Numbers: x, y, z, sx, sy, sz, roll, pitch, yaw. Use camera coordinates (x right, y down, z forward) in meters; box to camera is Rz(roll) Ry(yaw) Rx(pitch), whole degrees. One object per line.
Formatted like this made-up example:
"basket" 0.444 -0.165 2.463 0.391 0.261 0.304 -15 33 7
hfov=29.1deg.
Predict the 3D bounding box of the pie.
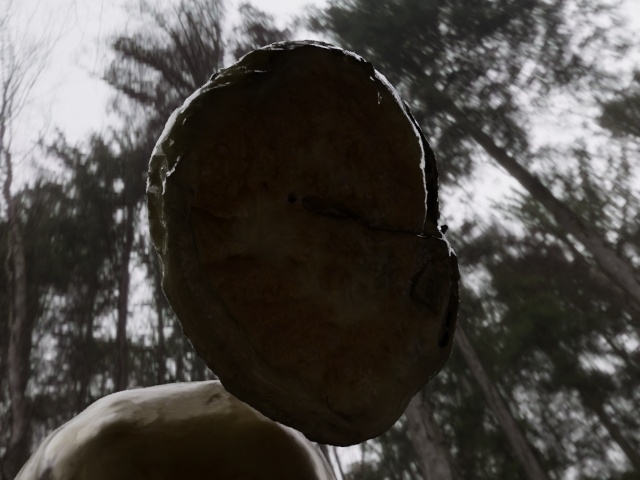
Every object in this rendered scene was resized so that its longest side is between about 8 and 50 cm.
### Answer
"pie" 0.001 0.000 1.028 0.339 0.077 0.339 7 -101 -40

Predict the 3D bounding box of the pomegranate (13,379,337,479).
"pomegranate" -0.123 0.284 1.098 0.332 0.332 0.332 -3 -71 -8
